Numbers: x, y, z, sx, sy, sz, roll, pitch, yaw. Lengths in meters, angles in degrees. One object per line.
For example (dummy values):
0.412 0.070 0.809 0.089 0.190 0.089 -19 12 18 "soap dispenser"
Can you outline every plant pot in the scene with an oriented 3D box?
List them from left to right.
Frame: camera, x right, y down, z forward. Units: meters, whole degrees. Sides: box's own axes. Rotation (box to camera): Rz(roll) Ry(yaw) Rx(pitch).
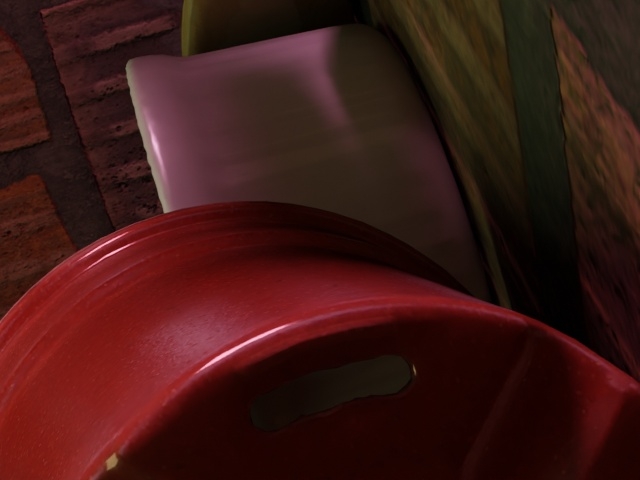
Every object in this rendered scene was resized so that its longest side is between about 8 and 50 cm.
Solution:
-0.003 0.116 0.527 0.265 0.272 0.272 174 79 -79 "plant pot"

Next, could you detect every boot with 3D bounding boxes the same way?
-0.052 -0.176 0.959 0.295 0.104 0.211 70 -179 -67 "boot"

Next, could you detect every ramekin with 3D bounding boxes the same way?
0.001 0.019 0.818 0.277 0.135 0.277 162 90 -87 "ramekin"
